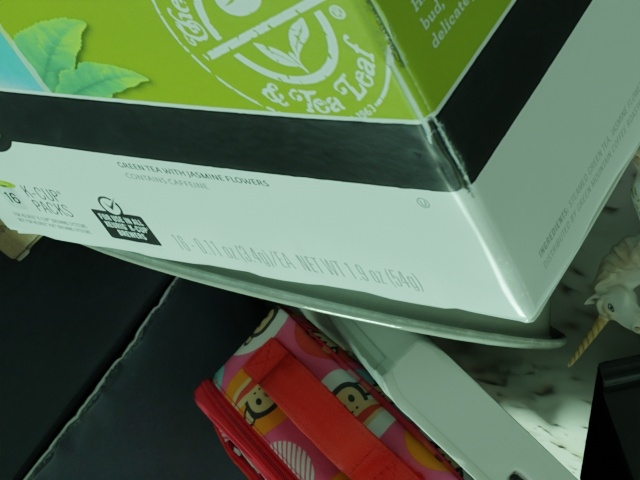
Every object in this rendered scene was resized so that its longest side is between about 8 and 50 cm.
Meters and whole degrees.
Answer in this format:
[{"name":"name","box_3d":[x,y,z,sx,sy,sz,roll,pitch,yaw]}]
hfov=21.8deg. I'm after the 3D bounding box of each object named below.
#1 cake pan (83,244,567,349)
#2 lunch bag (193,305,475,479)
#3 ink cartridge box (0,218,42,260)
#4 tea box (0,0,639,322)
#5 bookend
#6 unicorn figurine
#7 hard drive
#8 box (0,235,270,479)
[{"name":"cake pan","box_3d":[0.000,0.000,0.935,0.293,0.054,0.293,13,-177,-1]},{"name":"lunch bag","box_3d":[0.048,0.169,1.085,0.293,0.120,0.258,41,174,48]},{"name":"ink cartridge box","box_3d":[-0.200,-0.114,1.046,0.193,0.088,0.235,40,141,-13]},{"name":"tea box","box_3d":[-0.051,-0.166,0.698,0.329,0.220,0.323,8,142,40]},{"name":"bookend","box_3d":[0.217,0.169,1.001,0.072,0.156,0.157,-12,145,-4]},{"name":"unicorn figurine","box_3d":[0.193,0.005,0.891,0.111,0.060,0.162,17,132,31]},{"name":"hard drive","box_3d":[0.096,0.113,1.010,0.203,0.040,0.307,44,180,-8]},{"name":"box","box_3d":[-0.193,0.239,1.404,0.480,0.297,0.472,5,142,46]}]
